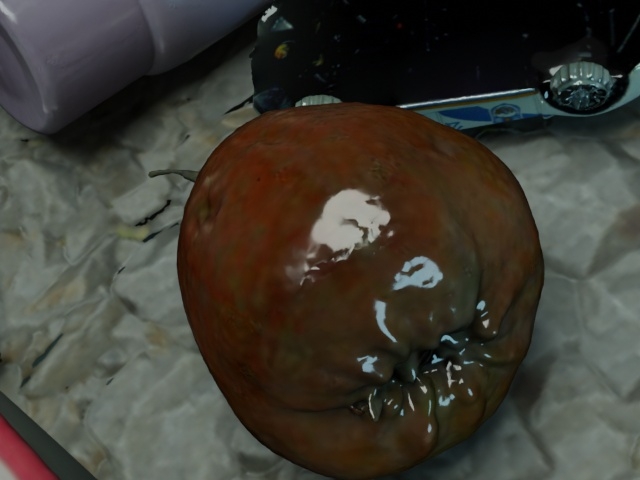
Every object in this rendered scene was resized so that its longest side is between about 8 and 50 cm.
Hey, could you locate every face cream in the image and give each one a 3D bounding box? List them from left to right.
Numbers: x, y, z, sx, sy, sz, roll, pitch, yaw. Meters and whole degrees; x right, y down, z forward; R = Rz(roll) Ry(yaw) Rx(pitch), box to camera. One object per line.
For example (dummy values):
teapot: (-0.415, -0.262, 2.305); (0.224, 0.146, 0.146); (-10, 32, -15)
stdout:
face cream: (-0.053, -0.160, 0.742); (0.274, 0.096, 0.154); (-39, 53, -24)

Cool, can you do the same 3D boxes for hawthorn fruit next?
hawthorn fruit: (0.008, -0.002, 0.588); (0.149, 0.149, 0.189); (-25, 62, -1)

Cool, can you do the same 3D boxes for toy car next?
toy car: (0.066, -0.090, 0.679); (0.204, 0.056, 0.095); (-6, 59, 13)

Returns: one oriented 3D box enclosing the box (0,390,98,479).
box: (-0.075, 0.262, 0.366); (0.312, 0.300, 0.314); (-43, 60, -11)
